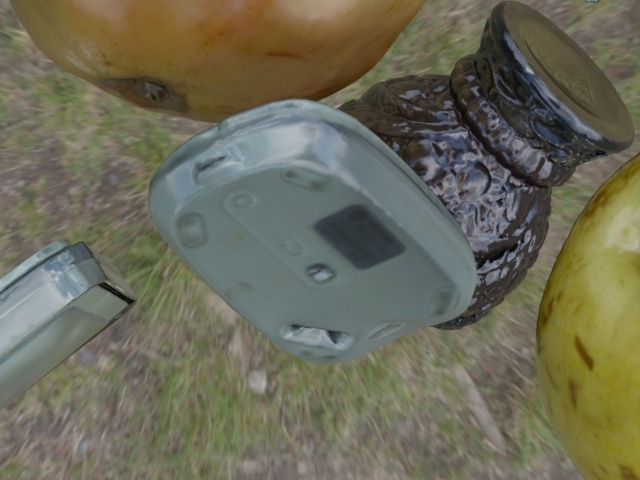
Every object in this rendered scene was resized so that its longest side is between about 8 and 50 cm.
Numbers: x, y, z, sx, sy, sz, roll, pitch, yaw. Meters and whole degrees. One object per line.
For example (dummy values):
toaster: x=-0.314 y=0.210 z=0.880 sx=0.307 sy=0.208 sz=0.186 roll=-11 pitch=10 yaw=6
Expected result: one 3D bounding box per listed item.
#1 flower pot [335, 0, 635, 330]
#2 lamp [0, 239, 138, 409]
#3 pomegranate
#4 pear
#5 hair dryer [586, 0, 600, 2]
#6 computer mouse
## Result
flower pot: x=0.157 y=-0.086 z=1.709 sx=0.266 sy=0.266 sz=0.267 roll=47 pitch=116 yaw=-4
lamp: x=-0.233 y=0.099 z=1.034 sx=0.266 sy=0.269 sz=0.047 roll=-36 pitch=87 yaw=-5
pomegranate: x=-0.088 y=-0.298 z=1.451 sx=0.411 sy=0.411 sz=0.411 roll=0 pitch=94 yaw=-2
pear: x=0.261 y=0.061 z=0.956 sx=0.281 sy=0.281 sz=0.280 roll=0 pitch=94 yaw=-2
hair dryer: x=0.348 y=-0.239 z=1.638 sx=0.237 sy=0.075 sz=0.206 roll=41 pitch=47 yaw=0
computer mouse: x=-0.001 y=-0.005 z=1.358 sx=0.197 sy=0.331 sz=0.095 roll=-25 pitch=50 yaw=15
